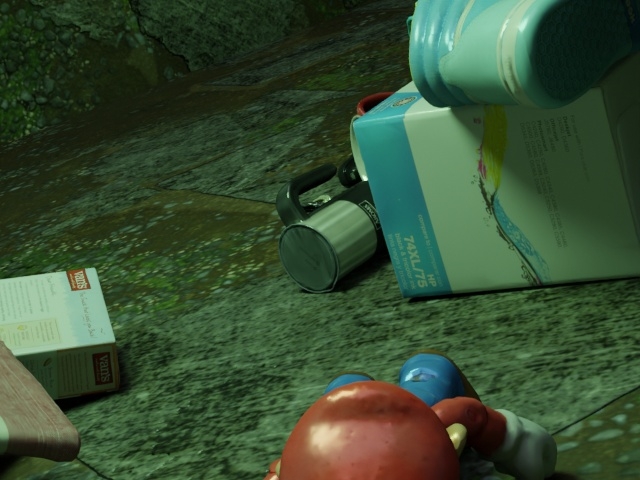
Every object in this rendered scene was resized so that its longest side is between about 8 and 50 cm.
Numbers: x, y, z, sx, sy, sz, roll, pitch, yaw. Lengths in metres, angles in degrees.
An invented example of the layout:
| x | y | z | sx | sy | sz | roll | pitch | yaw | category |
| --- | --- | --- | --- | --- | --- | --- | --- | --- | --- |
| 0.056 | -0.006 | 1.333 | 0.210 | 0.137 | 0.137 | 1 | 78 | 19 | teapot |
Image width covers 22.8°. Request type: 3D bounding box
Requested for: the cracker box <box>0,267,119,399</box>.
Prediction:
| x | y | z | sx | sy | sz | roll | pitch | yaw | category |
| --- | --- | --- | --- | --- | --- | --- | --- | --- | --- |
| -0.335 | 0.106 | 1.651 | 0.232 | 0.067 | 0.156 | -8 | 30 | -12 | cracker box |

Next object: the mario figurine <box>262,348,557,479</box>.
| x | y | z | sx | sy | sz | roll | pitch | yaw | category |
| --- | --- | --- | --- | --- | --- | --- | --- | --- | --- |
| 0.047 | 0.179 | 1.107 | 0.198 | 0.170 | 0.320 | -52 | -2 | 11 | mario figurine |

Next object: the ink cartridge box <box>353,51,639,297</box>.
| x | y | z | sx | sy | sz | roll | pitch | yaw | category |
| --- | --- | --- | --- | --- | --- | --- | --- | --- | --- |
| 0.213 | -0.077 | 1.603 | 0.270 | 0.197 | 0.198 | -7 | 18 | 32 | ink cartridge box |

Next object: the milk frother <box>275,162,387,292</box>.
| x | y | z | sx | sy | sz | roll | pitch | yaw | category |
| --- | --- | --- | --- | --- | --- | --- | --- | --- | --- |
| 0.000 | 0.000 | 1.803 | 0.134 | 0.129 | 0.143 | -32 | -22 | -44 | milk frother |

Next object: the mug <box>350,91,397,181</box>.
| x | y | z | sx | sy | sz | roll | pitch | yaw | category |
| --- | --- | --- | --- | --- | --- | --- | --- | --- | --- |
| 0.131 | -0.146 | 2.062 | 0.169 | 0.150 | 0.113 | -17 | -14 | -15 | mug |

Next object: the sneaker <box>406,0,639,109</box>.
| x | y | z | sx | sy | sz | roll | pitch | yaw | category |
| --- | --- | --- | --- | --- | --- | --- | --- | --- | --- |
| 0.203 | -0.218 | 1.500 | 0.208 | 0.127 | 0.319 | 2 | 24 | 43 | sneaker |

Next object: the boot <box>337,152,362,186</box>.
| x | y | z | sx | sy | sz | roll | pitch | yaw | category |
| --- | --- | --- | --- | --- | --- | --- | --- | --- | --- |
| 0.088 | -0.113 | 2.167 | 0.099 | 0.045 | 0.121 | -10 | 24 | 34 | boot |

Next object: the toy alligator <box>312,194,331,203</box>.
| x | y | z | sx | sy | sz | roll | pitch | yaw | category |
| --- | --- | --- | --- | --- | --- | --- | --- | --- | --- |
| 0.077 | -0.045 | 1.937 | 0.189 | 0.056 | 0.051 | -6 | -23 | 40 | toy alligator |

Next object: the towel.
| x | y | z | sx | sy | sz | roll | pitch | yaw | category |
| --- | --- | --- | --- | --- | --- | --- | --- | --- | --- |
| -0.381 | 0.121 | 1.272 | 0.329 | 0.037 | 0.237 | 7 | 12 | -28 | towel |
